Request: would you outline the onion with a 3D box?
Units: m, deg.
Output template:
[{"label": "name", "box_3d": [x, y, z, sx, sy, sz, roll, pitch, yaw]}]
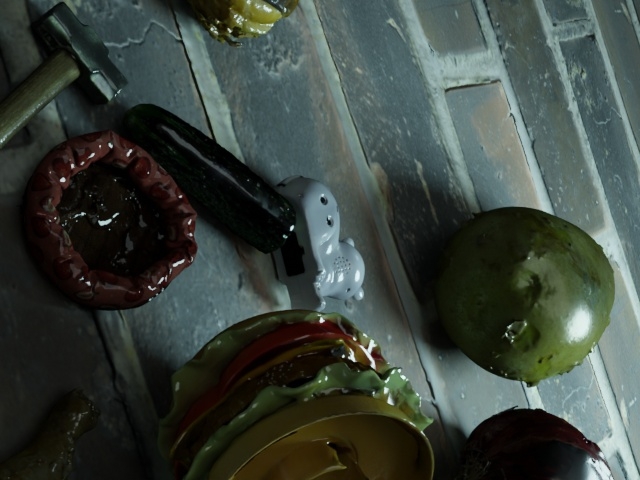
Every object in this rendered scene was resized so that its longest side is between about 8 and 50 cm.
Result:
[{"label": "onion", "box_3d": [0.282, 0.368, 1.262, 0.280, 0.221, 0.281, 17, 54, -25]}]

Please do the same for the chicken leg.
[{"label": "chicken leg", "box_3d": [-0.259, 0.212, 0.834, 0.198, 0.084, 0.069, -68, 166, -45]}]

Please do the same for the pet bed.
[{"label": "pet bed", "box_3d": [-0.221, -0.020, 0.966, 0.201, 0.053, 0.201, 18, 63, -38]}]

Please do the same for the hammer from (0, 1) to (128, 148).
[{"label": "hammer", "box_3d": [-0.325, -0.095, 0.892, 0.111, 0.043, 0.365, 52, 47, -24]}]

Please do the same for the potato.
[{"label": "potato", "box_3d": [0.334, 0.082, 1.413, 0.359, 0.219, 0.270, 1, 69, -50]}]

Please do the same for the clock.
[{"label": "clock", "box_3d": [0.000, 0.000, 1.177, 0.117, 0.080, 0.176, -13, 88, -48]}]

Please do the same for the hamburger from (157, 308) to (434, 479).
[{"label": "hamburger", "box_3d": [-0.032, 0.195, 0.955, 0.274, 0.274, 0.212, 30, 16, -38]}]

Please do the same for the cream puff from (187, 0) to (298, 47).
[{"label": "cream puff", "box_3d": [-0.109, -0.330, 1.135, 0.189, 0.129, 0.189, 29, 48, -38]}]

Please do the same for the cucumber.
[{"label": "cucumber", "box_3d": [-0.129, -0.077, 1.070, 0.241, 0.074, 0.074, 40, 51, -31]}]
